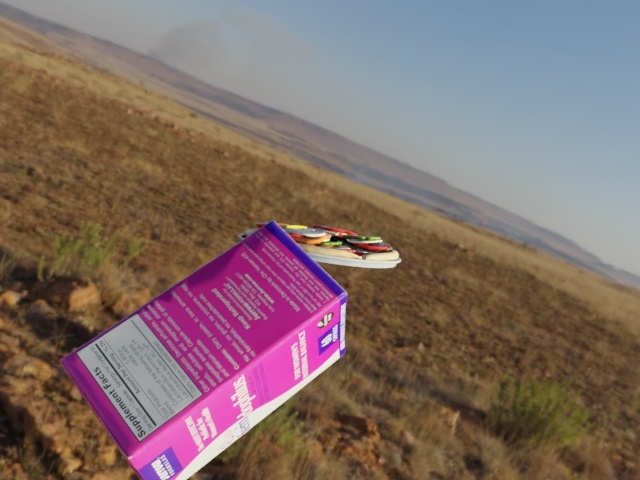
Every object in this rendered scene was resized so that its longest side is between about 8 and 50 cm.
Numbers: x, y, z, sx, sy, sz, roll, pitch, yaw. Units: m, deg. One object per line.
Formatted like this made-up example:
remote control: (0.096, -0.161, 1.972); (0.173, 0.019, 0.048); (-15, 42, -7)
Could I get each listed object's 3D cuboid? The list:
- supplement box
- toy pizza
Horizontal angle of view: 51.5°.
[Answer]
supplement box: (-0.092, 0.102, 0.585); (0.114, 0.220, 0.111); (44, -25, 28)
toy pizza: (0.000, 0.000, 0.809); (0.201, 0.032, 0.201); (9, 5, -1)
